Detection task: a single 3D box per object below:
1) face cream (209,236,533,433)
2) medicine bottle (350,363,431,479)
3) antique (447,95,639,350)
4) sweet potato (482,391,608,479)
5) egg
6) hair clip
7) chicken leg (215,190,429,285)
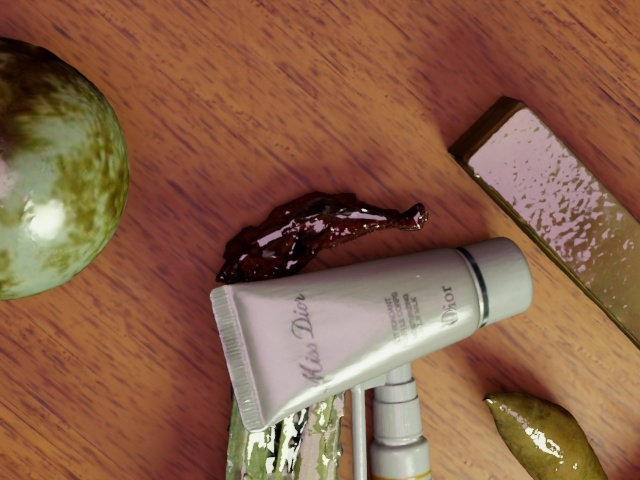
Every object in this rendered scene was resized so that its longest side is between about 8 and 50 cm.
[{"bbox_3d":[0.054,0.073,1.425,0.314,0.089,0.143,-16,97,-17],"label":"face cream"},{"bbox_3d":[0.069,0.223,1.487,0.092,0.061,0.221,-11,100,-37],"label":"medicine bottle"},{"bbox_3d":[0.265,-0.004,1.462,0.087,0.093,0.310,-45,99,3],"label":"antique"},{"bbox_3d":[0.250,0.225,1.508,0.075,0.075,0.269,-41,114,2],"label":"sweet potato"},{"bbox_3d":[-0.314,-0.071,1.334,0.289,0.238,0.238,22,97,17],"label":"egg"},{"bbox_3d":[-0.044,0.221,1.466,0.138,0.091,0.321,5,90,-32],"label":"hair clip"},{"bbox_3d":[-0.004,-0.004,1.452,0.219,0.048,0.089,-24,63,0],"label":"chicken leg"}]
